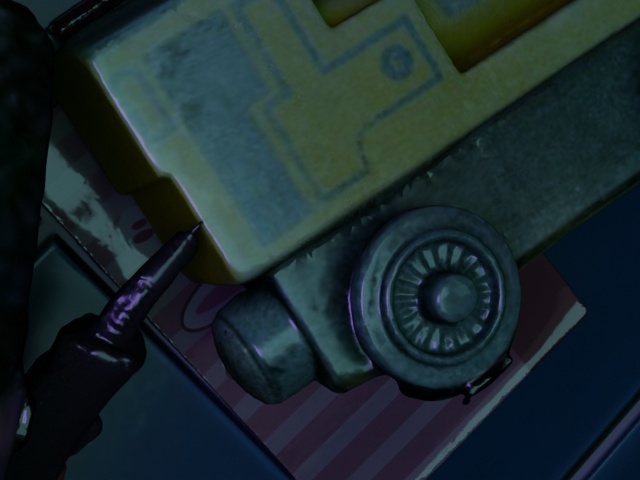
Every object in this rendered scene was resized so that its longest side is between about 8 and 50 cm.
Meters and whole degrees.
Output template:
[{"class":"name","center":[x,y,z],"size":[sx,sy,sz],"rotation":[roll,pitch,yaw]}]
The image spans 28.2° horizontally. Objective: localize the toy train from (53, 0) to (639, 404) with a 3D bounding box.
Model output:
[{"class":"toy train","center":[0.076,-0.082,0.648],"size":[0.369,0.150,0.237],"rotation":[-34,99,-17]}]

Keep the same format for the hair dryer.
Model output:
[{"class":"hair dryer","center":[-0.097,0.117,0.576],"size":[0.235,0.091,0.272],"rotation":[22,113,-13]}]

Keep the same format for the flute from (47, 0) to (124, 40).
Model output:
[{"class":"flute","center":[-0.031,-0.184,0.668],"size":[0.269,0.014,0.014],"rotation":[-39,106,-14]}]

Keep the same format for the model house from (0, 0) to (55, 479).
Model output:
[{"class":"model house","center":[-0.280,0.028,0.429],"size":[0.284,0.243,0.299],"rotation":[15,80,-45]}]

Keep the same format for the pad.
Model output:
[{"class":"pad","center":[0.000,0.000,0.699],"size":[0.202,0.005,0.300],"rotation":[-43,107,-13]}]
